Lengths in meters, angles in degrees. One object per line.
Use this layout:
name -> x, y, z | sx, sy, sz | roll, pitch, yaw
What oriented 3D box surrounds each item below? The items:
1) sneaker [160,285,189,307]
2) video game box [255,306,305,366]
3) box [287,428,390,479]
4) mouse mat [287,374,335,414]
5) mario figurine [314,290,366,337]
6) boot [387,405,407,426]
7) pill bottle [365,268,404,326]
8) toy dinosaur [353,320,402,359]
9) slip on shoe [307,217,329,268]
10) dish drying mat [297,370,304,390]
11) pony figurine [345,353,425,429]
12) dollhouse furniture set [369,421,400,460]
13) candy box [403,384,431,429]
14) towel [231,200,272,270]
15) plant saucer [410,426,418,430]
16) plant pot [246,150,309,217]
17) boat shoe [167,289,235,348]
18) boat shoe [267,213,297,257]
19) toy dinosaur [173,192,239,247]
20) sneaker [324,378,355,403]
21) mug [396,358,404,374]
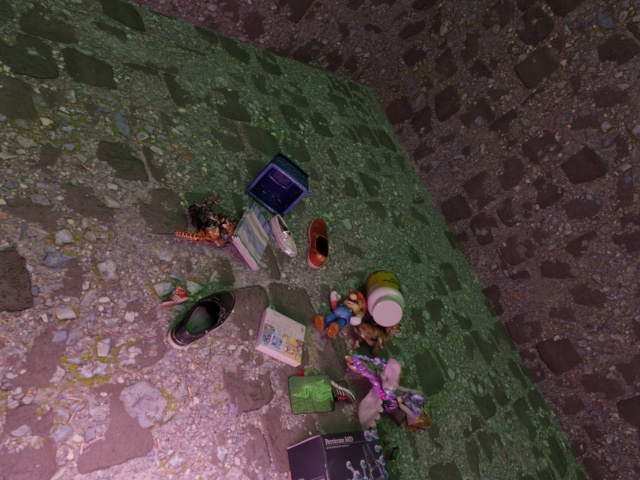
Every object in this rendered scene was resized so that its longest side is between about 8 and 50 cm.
sneaker -> -0.546, 0.206, 1.662 | 0.118, 0.042, 0.067 | -9, 70, -57
video game box -> -0.163, 0.405, 1.885 | 0.205, 0.048, 0.187 | 32, 39, -23
box -> 0.084, 0.902, 1.585 | 0.293, 0.212, 0.395 | 13, 50, -38
mouse mat -> -0.037, 0.620, 1.822 | 0.189, 0.007, 0.153 | 5, 54, -24
mario figurine -> 0.113, 0.321, 2.143 | 0.198, 0.170, 0.320 | 54, 39, 8
boot -> 0.357, 0.815, 2.079 | 0.118, 0.042, 0.087 | 1, 61, -45
pill bottle -> 0.327, 0.290, 2.290 | 0.188, 0.188, 0.334 | 41, 17, -12
toy dinosaur -> 0.252, 0.451, 2.214 | 0.295, 0.127, 0.200 | 25, 44, -24
slip on shoe -> 0.000, 0.000, 2.351 | 0.123, 0.101, 0.331 | 30, 40, -22
dish drying mat -> -0.075, 0.579, 1.860 | 0.032, 0.008, 0.083 | 17, 49, -35
pony figurine -> 0.289, 0.651, 1.986 | 0.363, 0.303, 0.351 | 32, 4, -18
dollhouse furniture set -> 0.270, 0.858, 1.924 | 0.152, 0.076, 0.058 | 51, 36, 0
candy box -> 0.458, 0.803, 2.166 | 0.109, 0.053, 0.187 | 27, 37, -28
towel -> -0.302, -0.026, 2.050 | 0.209, 0.034, 0.285 | 62, 28, -32
plant saucer -> 0.449, 0.864, 2.155 | 0.083, 0.013, 0.083 | 28, 43, -29
plant pot -> -0.201, -0.297, 2.294 | 0.236, 0.236, 0.212 | 38, 33, -16
boat shoe -> -0.416, 0.271, 1.682 | 0.127, 0.113, 0.340 | 53, 37, 4
boat shoe -> -0.176, -0.024, 2.209 | 0.226, 0.076, 0.083 | 54, 37, 4
toy dinosaur -> -0.464, -0.068, 1.903 | 0.322, 0.164, 0.218 | -16, 87, -73
sneaker -> 0.068, 0.655, 1.901 | 0.170, 0.063, 0.075 | 36, 39, -11
mug -> 0.389, 0.630, 2.248 | 0.062, 0.064, 0.078 | -17, 73, -52
